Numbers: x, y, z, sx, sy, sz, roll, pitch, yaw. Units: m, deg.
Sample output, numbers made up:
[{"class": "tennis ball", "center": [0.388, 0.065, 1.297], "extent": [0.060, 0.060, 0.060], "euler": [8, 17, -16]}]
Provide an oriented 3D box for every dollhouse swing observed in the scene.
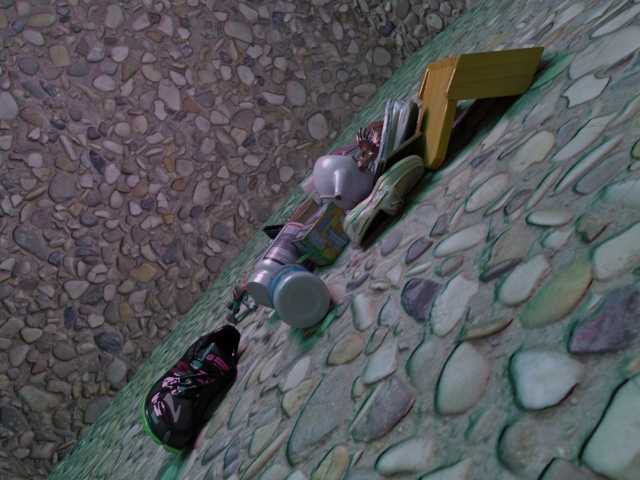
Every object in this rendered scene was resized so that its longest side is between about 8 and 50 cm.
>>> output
[{"class": "dollhouse swing", "center": [0.443, -0.384, 1.494], "extent": [0.315, 0.304, 0.347], "euler": [-6, 15, -1]}]

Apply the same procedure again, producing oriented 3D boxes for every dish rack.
[{"class": "dish rack", "center": [-0.113, -0.101, 2.332], "extent": [0.208, 0.074, 0.271], "euler": [-1, 37, 49]}]

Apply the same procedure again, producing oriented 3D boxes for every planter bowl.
[{"class": "planter bowl", "center": [-0.050, -0.085, 2.140], "extent": [0.162, 0.109, 0.162], "euler": [-45, 12, 12]}]

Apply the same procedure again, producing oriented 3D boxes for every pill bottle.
[{"class": "pill bottle", "center": [-0.071, 0.144, 1.408], "extent": [0.146, 0.146, 0.264], "euler": [-49, 12, -5]}, {"class": "pill bottle", "center": [-0.125, 0.086, 1.742], "extent": [0.161, 0.161, 0.283], "euler": [-32, 20, 52]}]

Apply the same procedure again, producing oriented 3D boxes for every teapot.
[{"class": "teapot", "center": [0.082, -0.184, 1.809], "extent": [0.253, 0.256, 0.187], "euler": [4, 83, 50]}]

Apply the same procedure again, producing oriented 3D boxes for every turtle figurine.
[{"class": "turtle figurine", "center": [-0.302, 0.223, 2.056], "extent": [0.234, 0.118, 0.175], "euler": [-48, 11, 26]}]

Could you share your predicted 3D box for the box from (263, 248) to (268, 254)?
[{"class": "box", "center": [-0.200, 0.046, 2.384], "extent": [0.220, 0.051, 0.175], "euler": [-39, 14, 34]}]

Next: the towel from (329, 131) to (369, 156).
[{"class": "towel", "center": [0.158, -0.417, 2.189], "extent": [0.237, 0.037, 0.329], "euler": [-33, 10, -8]}]

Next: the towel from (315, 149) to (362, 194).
[{"class": "towel", "center": [0.118, -0.356, 2.535], "extent": [0.312, 0.056, 0.324], "euler": [-52, 12, -16]}]

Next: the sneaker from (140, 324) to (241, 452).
[{"class": "sneaker", "center": [-0.376, 0.414, 1.535], "extent": [0.202, 0.185, 0.482], "euler": [-46, 13, 27]}]

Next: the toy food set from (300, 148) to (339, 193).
[{"class": "toy food set", "center": [0.028, -0.334, 2.509], "extent": [0.220, 0.092, 0.306], "euler": [-42, 5, 16]}]

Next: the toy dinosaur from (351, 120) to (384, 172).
[{"class": "toy dinosaur", "center": [0.204, -0.355, 1.751], "extent": [0.295, 0.200, 0.127], "euler": [-88, -1, -56]}]

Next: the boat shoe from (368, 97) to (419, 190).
[{"class": "boat shoe", "center": [0.216, -0.283, 1.601], "extent": [0.118, 0.103, 0.320], "euler": [-12, -60, -61]}]

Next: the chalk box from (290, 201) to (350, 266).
[{"class": "chalk box", "center": [0.000, 0.000, 1.657], "extent": [0.213, 0.132, 0.132], "euler": [-52, 14, -16]}]

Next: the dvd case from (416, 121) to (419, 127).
[{"class": "dvd case", "center": [0.385, -0.447, 1.998], "extent": [0.119, 0.013, 0.087], "euler": [-44, 13, 25]}]

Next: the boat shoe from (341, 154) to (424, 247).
[{"class": "boat shoe", "center": [0.192, -0.106, 1.435], "extent": [0.302, 0.109, 0.098], "euler": [-45, 53, 11]}]

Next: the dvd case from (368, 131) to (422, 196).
[{"class": "dvd case", "center": [0.220, -0.213, 1.510], "extent": [0.221, 0.018, 0.164], "euler": [-39, -26, -37]}]

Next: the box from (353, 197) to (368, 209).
[{"class": "box", "center": [0.150, -0.106, 1.707], "extent": [0.137, 0.027, 0.094], "euler": [-38, 14, 39]}]

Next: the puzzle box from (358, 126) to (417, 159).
[{"class": "puzzle box", "center": [0.265, -0.380, 2.073], "extent": [0.272, 0.052, 0.409], "euler": [-48, 11, 12]}]
